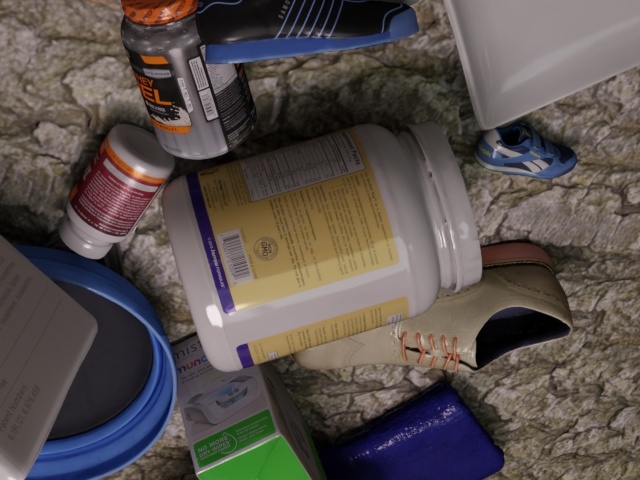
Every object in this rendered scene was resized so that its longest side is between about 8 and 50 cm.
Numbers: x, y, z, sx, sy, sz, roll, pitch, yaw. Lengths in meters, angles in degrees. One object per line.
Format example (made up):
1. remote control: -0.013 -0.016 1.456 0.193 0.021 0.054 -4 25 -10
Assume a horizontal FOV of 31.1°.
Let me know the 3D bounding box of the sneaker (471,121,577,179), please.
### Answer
1. sneaker: 0.267 -0.116 1.469 0.144 0.053 0.059 1 126 -20

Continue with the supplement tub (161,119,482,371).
1. supplement tub: 0.000 0.000 1.356 0.331 0.241 0.241 -16 131 -4

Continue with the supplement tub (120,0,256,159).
1. supplement tub: -0.144 -0.192 1.236 0.117 0.117 0.190 -18 131 -3

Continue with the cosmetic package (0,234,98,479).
1. cosmetic package: -0.501 0.126 1.166 0.329 0.327 0.393 -41 105 17

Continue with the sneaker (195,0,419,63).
1. sneaker: -0.011 -0.234 1.162 0.232 0.081 0.091 -10 101 -18

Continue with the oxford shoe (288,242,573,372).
1. oxford shoe: 0.147 0.112 1.554 0.396 0.146 0.140 -16 132 -4

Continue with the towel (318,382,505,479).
1. towel: 0.116 0.350 1.795 0.308 0.076 0.228 -29 134 9

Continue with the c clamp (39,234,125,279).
1. c clamp: -0.312 0.048 1.442 0.137 0.022 0.161 -6 129 -14

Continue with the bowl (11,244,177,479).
1. bowl: -0.377 0.167 1.460 0.391 0.077 0.391 -4 129 -5

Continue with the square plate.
1. square plate: 0.297 -0.326 1.305 0.347 0.049 0.344 -24 131 2

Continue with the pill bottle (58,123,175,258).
1. pill bottle: -0.241 -0.054 1.338 0.086 0.086 0.152 23 118 -31

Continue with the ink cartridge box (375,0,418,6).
1. ink cartridge box: 0.089 -0.401 1.111 0.385 0.091 0.308 -28 132 23

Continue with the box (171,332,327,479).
1. box: -0.090 0.277 1.561 0.126 0.231 0.262 -25 131 2
